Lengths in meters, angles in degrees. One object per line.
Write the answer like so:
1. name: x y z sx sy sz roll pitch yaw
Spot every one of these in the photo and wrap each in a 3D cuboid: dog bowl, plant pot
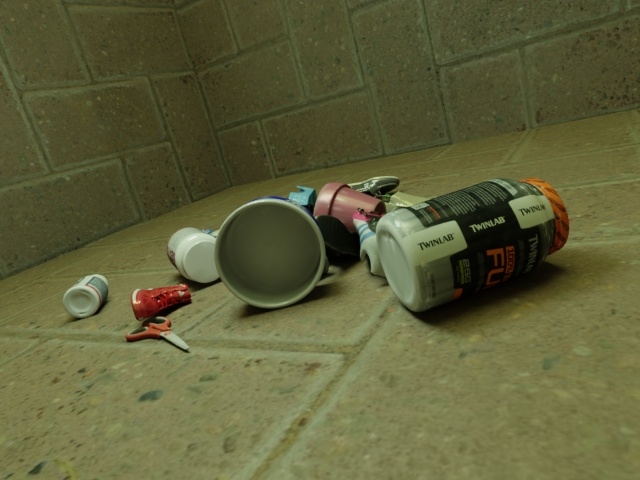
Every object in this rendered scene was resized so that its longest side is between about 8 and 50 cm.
1. dog bowl: -0.119 0.026 1.153 0.265 0.265 0.104 -14 12 4
2. dog bowl: -0.065 -0.124 1.876 0.074 0.166 0.297 0 17 8
3. plant pot: 0.102 -0.076 1.489 0.180 0.201 0.201 12 26 27

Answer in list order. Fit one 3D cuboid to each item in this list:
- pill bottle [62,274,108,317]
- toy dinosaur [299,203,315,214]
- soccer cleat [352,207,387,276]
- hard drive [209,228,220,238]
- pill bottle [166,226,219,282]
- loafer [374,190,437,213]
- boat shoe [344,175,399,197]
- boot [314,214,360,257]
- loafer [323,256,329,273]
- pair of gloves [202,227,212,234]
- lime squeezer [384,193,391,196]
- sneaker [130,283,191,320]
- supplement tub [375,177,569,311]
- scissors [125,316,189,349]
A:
1. pill bottle: -0.768 0.176 1.560 0.108 0.108 0.180 -17 15 -5
2. toy dinosaur: -0.086 -0.041 1.623 0.322 0.164 0.218 -50 15 -30
3. soccer cleat: 0.137 0.001 1.234 0.116 0.143 0.331 10 11 -4
4. hard drive: -0.310 -0.064 2.103 0.233 0.047 0.353 0 21 46
5. pill bottle: -0.415 0.048 1.573 0.160 0.160 0.283 -21 16 -22
6. loafer: 0.287 -0.125 1.633 0.268 0.092 0.102 -6 19 36
7. boat shoe: 0.189 -0.209 2.090 0.335 0.095 0.112 -7 -19 17
8. boot: 0.000 0.002 1.331 0.178 0.085 0.236 -8 -21 37
9. loafer: -0.092 0.061 1.329 0.251 0.094 0.087 0 17 44
10. pair of gloves: -0.548 0.001 2.049 0.159 0.023 0.198 -45 21 -17
11. lime squeezer: 0.230 -0.128 1.791 0.310 0.059 0.110 -19 -26 -12
12. sneaker: -0.437 0.156 1.311 0.128 0.087 0.221 -15 8 -3
13. supplement tub: 0.300 -0.002 0.945 0.338 0.207 0.207 -18 15 -9
14. scissors: -0.375 0.224 1.157 0.297 0.021 0.109 -5 16 40
